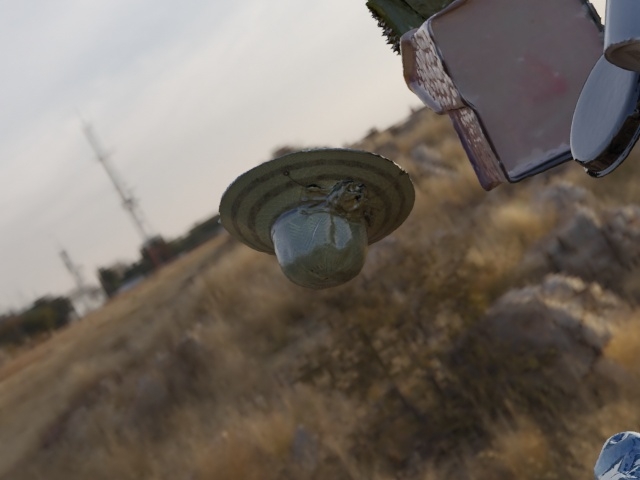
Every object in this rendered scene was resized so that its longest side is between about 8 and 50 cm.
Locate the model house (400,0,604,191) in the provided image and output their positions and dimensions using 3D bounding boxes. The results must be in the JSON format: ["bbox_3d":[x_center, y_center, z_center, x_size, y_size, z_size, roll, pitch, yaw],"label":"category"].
[{"bbox_3d":[0.241,-0.203,1.663,0.202,0.237,0.237,-31,5,-6],"label":"model house"}]

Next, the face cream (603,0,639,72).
[{"bbox_3d":[0.271,-0.271,1.042,0.073,0.269,0.107,0,-10,33],"label":"face cream"}]

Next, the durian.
[{"bbox_3d":[0.171,-0.327,1.830,0.193,0.237,0.138,-13,41,23],"label":"durian"}]

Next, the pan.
[{"bbox_3d":[0.279,-0.121,1.154,0.235,0.028,0.136,-170,98,-74],"label":"pan"}]

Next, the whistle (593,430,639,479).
[{"bbox_3d":[0.273,0.257,1.151,0.180,0.093,0.269,-52,1,30],"label":"whistle"}]

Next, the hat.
[{"bbox_3d":[0.000,0.000,1.621,0.252,0.110,0.252,-6,-32,-4],"label":"hat"}]
